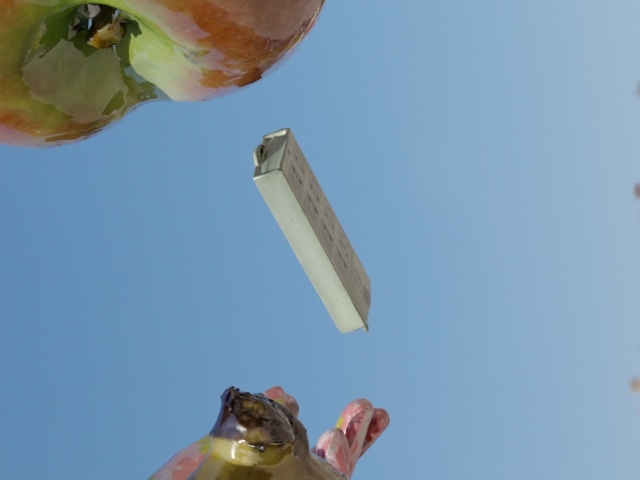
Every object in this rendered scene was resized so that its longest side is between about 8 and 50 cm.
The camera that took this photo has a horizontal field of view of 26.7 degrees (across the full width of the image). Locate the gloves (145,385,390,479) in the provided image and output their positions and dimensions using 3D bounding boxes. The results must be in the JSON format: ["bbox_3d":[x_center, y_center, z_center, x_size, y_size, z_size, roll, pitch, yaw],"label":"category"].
[{"bbox_3d":[-0.046,0.211,1.081,0.145,0.241,0.126,34,144,66],"label":"gloves"}]

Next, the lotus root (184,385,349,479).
[{"bbox_3d":[-0.027,0.202,0.680,0.145,0.128,0.260,-4,-91,-62],"label":"lotus root"}]

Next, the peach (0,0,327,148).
[{"bbox_3d":[-0.112,-0.172,0.630,0.252,0.252,0.252,-5,-90,-65],"label":"peach"}]

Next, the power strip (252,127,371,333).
[{"bbox_3d":[0.000,0.000,0.761,0.051,0.019,0.136,-83,-31,-57],"label":"power strip"}]
